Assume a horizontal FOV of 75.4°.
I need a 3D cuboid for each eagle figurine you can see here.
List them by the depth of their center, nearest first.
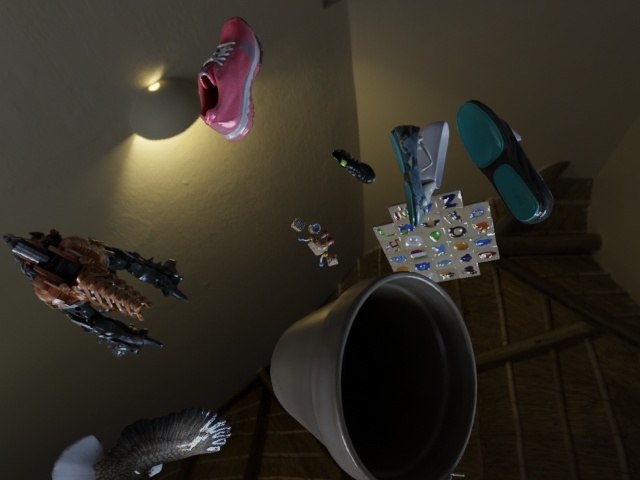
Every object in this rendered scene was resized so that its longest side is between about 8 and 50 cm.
[{"bbox_3d":[-0.352,0.474,0.845,0.297,0.225,0.227,-2,-77,9],"label":"eagle figurine"}]

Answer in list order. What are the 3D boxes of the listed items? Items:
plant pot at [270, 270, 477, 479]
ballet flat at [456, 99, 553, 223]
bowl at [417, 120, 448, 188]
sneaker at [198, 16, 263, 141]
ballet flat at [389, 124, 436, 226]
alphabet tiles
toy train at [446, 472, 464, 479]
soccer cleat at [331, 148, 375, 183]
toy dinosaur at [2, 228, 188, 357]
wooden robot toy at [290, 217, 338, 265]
[{"bbox_3d":[0.061,0.228,0.728,0.280,0.323,0.323,-14,-135,50],"label":"plant pot"},{"bbox_3d":[0.372,-0.160,0.834,0.096,0.095,0.281,-15,-106,-33],"label":"ballet flat"},{"bbox_3d":[0.248,-0.189,0.925,0.053,0.142,0.142,9,-85,19],"label":"bowl"},{"bbox_3d":[-0.226,-0.407,0.999,0.115,0.136,0.314,-3,-97,33],"label":"sneaker"},{"bbox_3d":[0.178,-0.119,0.758,0.070,0.189,0.070,-15,-167,4],"label":"ballet flat"},{"bbox_3d":[0.309,0.006,1.094,0.284,0.343,0.011,-14,-135,20],"label":"alphabet tiles"},{"bbox_3d":[0.192,0.567,0.896,0.247,0.105,0.144,13,-87,-14],"label":"toy train"},{"bbox_3d":[0.102,-0.234,1.314,0.072,0.060,0.179,-3,-141,-44],"label":"soccer cleat"},{"bbox_3d":[-0.319,0.065,0.571,0.164,0.218,0.322,-48,-138,-2],"label":"toy dinosaur"},{"bbox_3d":[0.000,0.000,1.118,0.076,0.079,0.173,-42,-82,-16],"label":"wooden robot toy"}]
